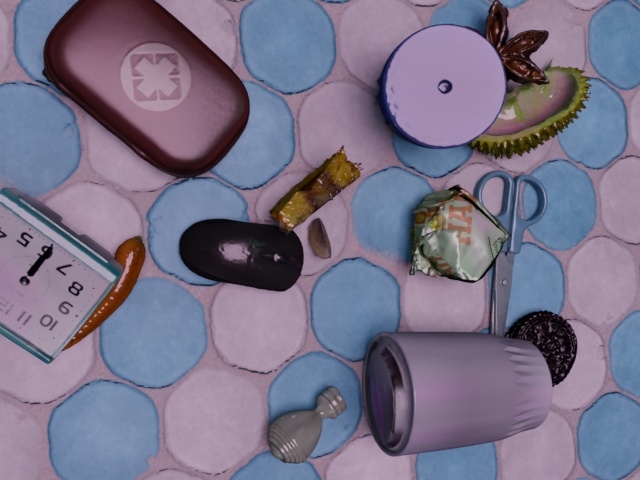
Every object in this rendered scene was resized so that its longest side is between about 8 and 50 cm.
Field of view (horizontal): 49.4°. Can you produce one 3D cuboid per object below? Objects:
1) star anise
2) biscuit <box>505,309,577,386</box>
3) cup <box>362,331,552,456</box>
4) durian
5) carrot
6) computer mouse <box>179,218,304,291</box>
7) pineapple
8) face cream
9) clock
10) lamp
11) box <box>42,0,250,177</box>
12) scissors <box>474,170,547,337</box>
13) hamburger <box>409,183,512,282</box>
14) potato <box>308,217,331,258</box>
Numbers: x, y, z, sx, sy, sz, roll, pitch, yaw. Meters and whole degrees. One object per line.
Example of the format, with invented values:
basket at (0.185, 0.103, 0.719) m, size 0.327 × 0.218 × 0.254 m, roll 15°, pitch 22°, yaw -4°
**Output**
star anise at (0.415, -0.439, 1.603) m, size 0.214 × 0.099 × 0.219 m, roll -15°, pitch 87°, yaw 6°
biscuit at (0.532, 0.264, 1.676) m, size 0.195 × 0.053 × 0.194 m, roll 0°, pitch 89°, yaw -17°
cup at (0.285, 0.321, 1.500) m, size 0.372 × 0.253 × 0.253 m, roll 1°, pitch 90°, yaw -21°
durian at (0.483, -0.298, 1.615) m, size 0.352 × 0.158 × 0.169 m, roll -32°, pitch 87°, yaw -11°
carrot at (-0.421, 0.112, 1.376) m, size 0.066 × 0.062 × 0.271 m, roll 34°, pitch 83°, yaw -47°
computer mouse at (-0.154, 0.028, 1.444) m, size 0.270 × 0.086 × 0.137 m, roll 10°, pitch 88°, yaw -19°
pineapple at (-0.025, -0.094, 1.467) m, size 0.233 × 0.135 × 0.079 m, roll -41°, pitch 92°, yaw -23°
face cream at (0.245, -0.318, 1.475) m, size 0.249 × 0.225 × 0.248 m, roll 0°, pitch 98°, yaw -1°
clock at (-0.537, 0.061, 1.302) m, size 0.262 × 0.116 × 0.231 m, roll 38°, pitch 94°, yaw -11°
lamp at (-0.028, 0.393, 1.479) m, size 0.193 × 0.106 × 0.106 m, roll -35°, pitch 100°, yaw -24°
box at (-0.333, -0.312, 1.375) m, size 0.404 × 0.108 × 0.263 m, roll 40°, pitch 79°, yaw -14°
scissors at (0.439, 0.059, 1.659) m, size 0.193 × 0.029 × 0.446 m, roll 7°, pitch 87°, yaw -17°
hamburger at (0.288, 0.002, 1.567) m, size 0.214 × 0.125 × 0.235 m, roll 38°, pitch 86°, yaw 1°
potato at (-0.001, 0.001, 1.522) m, size 0.037 × 0.036 × 0.093 m, roll -19°, pitch 75°, yaw 19°
